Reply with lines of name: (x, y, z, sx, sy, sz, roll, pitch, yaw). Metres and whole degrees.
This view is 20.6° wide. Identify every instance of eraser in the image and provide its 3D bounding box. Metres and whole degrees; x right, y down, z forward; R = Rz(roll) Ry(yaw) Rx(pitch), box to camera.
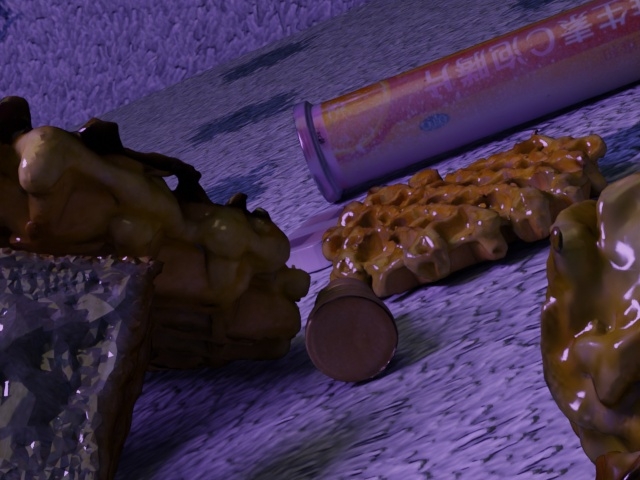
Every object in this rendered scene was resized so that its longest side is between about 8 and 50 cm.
eraser: (0.000, 0.000, 1.620, 0.065, 0.026, 0.105, -19, 14, 32)

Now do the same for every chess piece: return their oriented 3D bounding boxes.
chess piece: (0.022, 0.060, 1.281, 0.066, 0.066, 0.122, -23, 7, 4)

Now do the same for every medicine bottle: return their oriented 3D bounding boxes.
medicine bottle: (0.187, -0.162, 1.761, 0.426, 0.108, 0.108, -21, 13, 10)

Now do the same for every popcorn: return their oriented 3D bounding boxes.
popcorn: (0.184, 0.053, 0.802, 0.173, 0.168, 0.195, 11, 21, -11)

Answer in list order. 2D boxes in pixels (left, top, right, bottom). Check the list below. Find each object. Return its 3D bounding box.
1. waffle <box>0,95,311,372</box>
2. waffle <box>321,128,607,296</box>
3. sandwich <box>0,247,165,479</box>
waffle: (-0.207, 0.017, 1.334, 0.382, 0.379, 0.095, -12, 59, 46)
waffle: (0.119, -0.027, 1.456, 0.253, 0.056, 0.249, -24, 13, 9)
sandwich: (-0.261, 0.107, 1.048, 0.301, 0.099, 0.271, 9, 45, -4)
